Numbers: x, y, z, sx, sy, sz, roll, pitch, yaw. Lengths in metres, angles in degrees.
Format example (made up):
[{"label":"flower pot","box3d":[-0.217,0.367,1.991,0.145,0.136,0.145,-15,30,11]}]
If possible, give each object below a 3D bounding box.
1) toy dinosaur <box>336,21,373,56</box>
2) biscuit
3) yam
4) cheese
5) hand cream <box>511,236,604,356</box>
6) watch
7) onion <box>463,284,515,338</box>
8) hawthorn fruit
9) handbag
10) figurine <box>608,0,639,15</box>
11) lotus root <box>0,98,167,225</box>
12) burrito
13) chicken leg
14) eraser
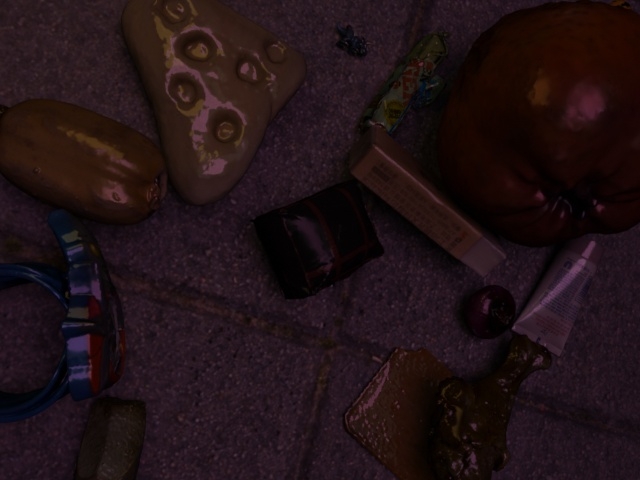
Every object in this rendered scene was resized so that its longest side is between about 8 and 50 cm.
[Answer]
[{"label":"toy dinosaur","box3d":[0.064,-0.402,1.415,0.083,0.030,0.047,29,75,-15]},{"label":"biscuit","box3d":[0.185,0.341,1.385,0.237,0.013,0.232,44,73,-11]},{"label":"yam","box3d":[-0.351,0.389,1.150,0.106,0.106,0.259,11,82,-18]},{"label":"cheese","box3d":[-0.233,-0.271,1.245,0.328,0.129,0.351,35,72,-15]},{"label":"hand cream","box3d":[0.513,0.112,1.499,0.133,0.083,0.248,31,86,-13]},{"label":"watch","box3d":[-0.457,0.114,1.089,0.275,0.241,0.305,-10,88,-6]},{"label":"onion","box3d":[0.344,0.145,1.415,0.115,0.104,0.115,-5,103,-22]},{"label":"hawthorn fruit","box3d":[0.434,-0.233,1.312,0.472,0.472,0.471,2,83,-19]},{"label":"handbag","box3d":[0.000,0.000,1.280,0.215,0.155,0.169,-26,95,-38]},{"label":"figurine","box3d":[0.683,-0.354,1.469,0.196,0.323,0.320,-10,88,-19]},{"label":"lotus root","box3d":[-0.413,-0.137,1.155,0.343,0.151,0.169,22,94,1]},{"label":"burrito","box3d":[0.187,-0.307,1.434,0.104,0.054,0.288,39,73,-12]},{"label":"chicken leg","box3d":[0.305,0.318,1.358,0.211,0.140,0.361,45,60,-32]},{"label":"eraser","box3d":[0.206,-0.076,1.362,0.343,0.144,0.078,37,112,-13]}]
